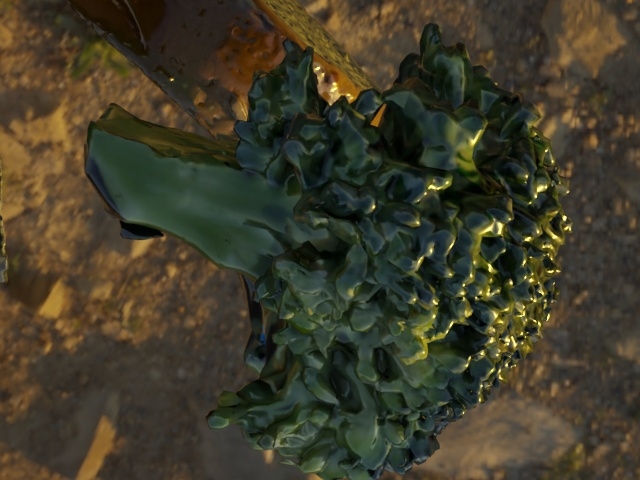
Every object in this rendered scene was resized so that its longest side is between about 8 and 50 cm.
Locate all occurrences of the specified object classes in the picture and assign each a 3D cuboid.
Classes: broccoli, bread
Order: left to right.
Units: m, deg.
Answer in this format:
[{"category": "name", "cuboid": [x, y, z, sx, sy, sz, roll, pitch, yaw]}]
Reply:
[{"category": "bread", "cuboid": [-0.054, -0.119, 0.719, 0.236, 0.236, 0.070, 42, 101, -17]}, {"category": "broccoli", "cuboid": [0.000, 0.000, 0.428, 0.160, 0.167, 0.155, 14, 107, 3]}]

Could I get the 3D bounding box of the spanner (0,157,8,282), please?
[{"category": "spanner", "cuboid": [-0.232, -0.123, 0.889, 0.026, 0.326, 0.093, -3, 157, -16]}]
